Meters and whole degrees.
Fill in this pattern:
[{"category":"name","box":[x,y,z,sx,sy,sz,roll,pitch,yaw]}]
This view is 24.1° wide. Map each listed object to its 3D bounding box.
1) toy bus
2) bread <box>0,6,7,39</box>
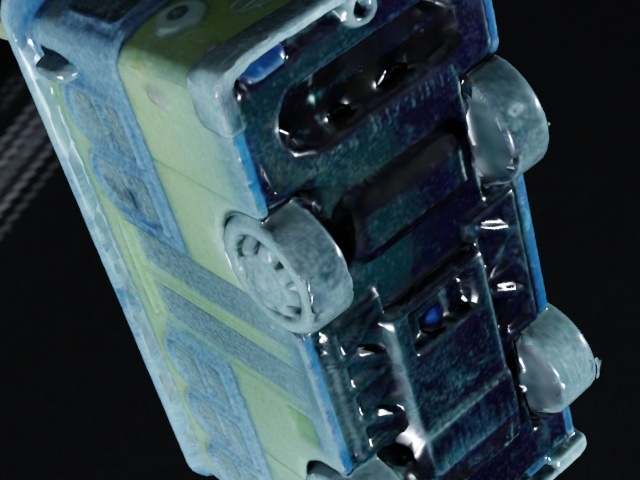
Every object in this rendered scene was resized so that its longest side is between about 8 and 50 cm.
[{"category":"toy bus","box":[0.000,0.000,0.690,0.152,0.312,0.190,-36,-139,-24]},{"category":"bread","box":[-0.280,-0.242,1.602,0.192,0.036,0.112,-1,-157,21]}]
